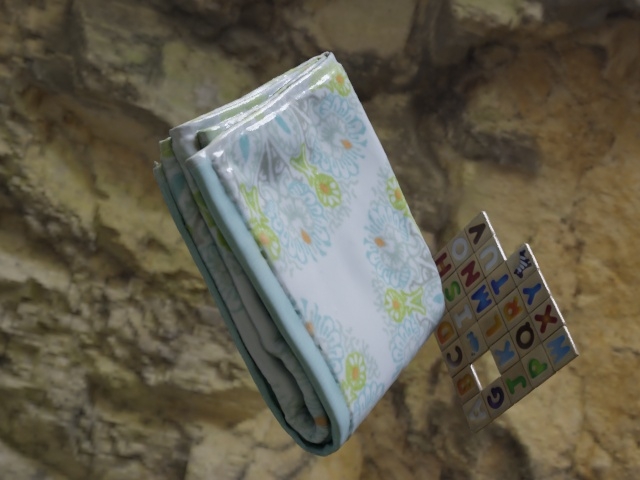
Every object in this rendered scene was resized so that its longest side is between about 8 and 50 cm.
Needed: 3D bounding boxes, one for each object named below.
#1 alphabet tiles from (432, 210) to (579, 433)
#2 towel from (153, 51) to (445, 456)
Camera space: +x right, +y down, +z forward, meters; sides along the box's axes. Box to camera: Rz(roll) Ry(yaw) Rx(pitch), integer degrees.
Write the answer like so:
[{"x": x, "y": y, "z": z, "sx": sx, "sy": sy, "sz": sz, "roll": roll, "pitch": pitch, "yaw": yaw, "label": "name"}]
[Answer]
[{"x": 0.211, "y": 0.091, "z": 1.363, "sx": 0.198, "sy": 0.009, "sz": 0.237, "roll": -48, "pitch": -131, "yaw": 40, "label": "alphabet tiles"}, {"x": 0.000, "y": 0.000, "z": 1.205, "sx": 0.090, "sy": 0.375, "sz": 0.320, "roll": -15, "pitch": -165, "yaw": 38, "label": "towel"}]
